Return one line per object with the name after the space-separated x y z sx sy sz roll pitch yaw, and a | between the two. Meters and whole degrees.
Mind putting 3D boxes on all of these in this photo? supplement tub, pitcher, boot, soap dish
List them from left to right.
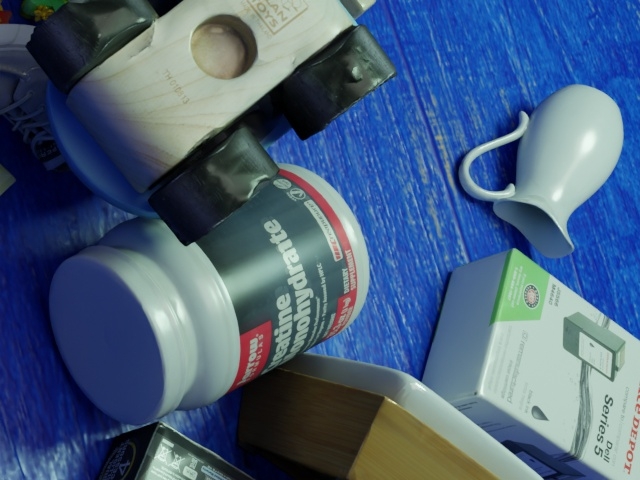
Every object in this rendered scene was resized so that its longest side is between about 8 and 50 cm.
-0.268 -0.130 1.325 0.258 0.095 0.123 -1 77 -47 | boot
-0.103 0.048 1.342 0.272 0.191 0.191 -26 92 -41 | supplement tub
0.060 0.216 1.370 0.229 0.291 0.118 39 75 -23 | soap dish
0.282 -0.108 1.759 0.178 0.125 0.207 33 67 -8 | pitcher

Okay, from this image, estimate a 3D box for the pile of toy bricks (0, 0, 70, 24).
-0.252 -0.242 1.361 0.212 0.118 0.105 -8 61 -39 | pile of toy bricks

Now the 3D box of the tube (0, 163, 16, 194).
-0.382 -0.121 1.269 0.070 0.062 0.240 -37 107 -1 | tube

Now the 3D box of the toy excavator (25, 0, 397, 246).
-0.084 -0.187 1.362 0.433 0.445 0.222 -41 97 -17 | toy excavator

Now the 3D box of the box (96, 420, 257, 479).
-0.075 0.404 1.309 0.395 0.097 0.318 35 54 -24 | box

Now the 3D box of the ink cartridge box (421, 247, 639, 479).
0.266 0.168 1.644 0.273 0.115 0.198 33 57 -25 | ink cartridge box
